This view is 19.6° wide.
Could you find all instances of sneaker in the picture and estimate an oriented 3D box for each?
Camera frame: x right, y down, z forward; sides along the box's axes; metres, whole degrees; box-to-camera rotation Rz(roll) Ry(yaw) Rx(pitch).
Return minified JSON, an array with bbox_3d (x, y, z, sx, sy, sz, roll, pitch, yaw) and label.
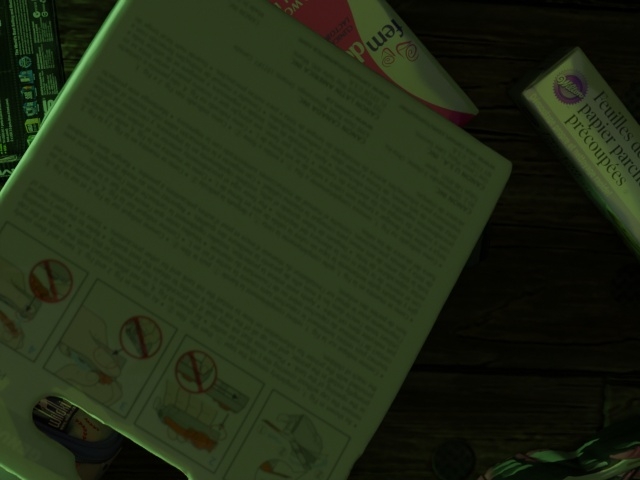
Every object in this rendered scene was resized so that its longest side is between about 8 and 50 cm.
[{"bbox_3d":[0.213,0.213,1.535,0.178,0.072,0.077,-17,108,1],"label":"sneaker"}]

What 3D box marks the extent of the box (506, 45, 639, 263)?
[{"bbox_3d":[0.278,-0.016,1.521,0.063,0.067,0.324,-39,99,-2],"label":"box"}]

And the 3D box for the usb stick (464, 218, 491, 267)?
[{"bbox_3d":[0.000,0.000,1.488,0.278,0.077,0.045,-3,57,-6],"label":"usb stick"}]

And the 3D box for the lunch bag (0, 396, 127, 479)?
[{"bbox_3d":[-0.254,0.079,1.347,0.243,0.303,0.115,32,107,-10],"label":"lunch bag"}]

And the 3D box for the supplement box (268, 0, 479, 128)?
[{"bbox_3d":[0.006,-0.148,1.454,0.111,0.114,0.220,-43,100,-2],"label":"supplement box"}]

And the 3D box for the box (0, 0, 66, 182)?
[{"bbox_3d":[-0.290,-0.132,1.419,0.184,0.045,0.191,-10,70,-5],"label":"box"}]

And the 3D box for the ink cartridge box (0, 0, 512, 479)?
[{"bbox_3d":[-0.081,0.026,1.298,0.308,0.091,0.385,33,71,-10],"label":"ink cartridge box"}]
